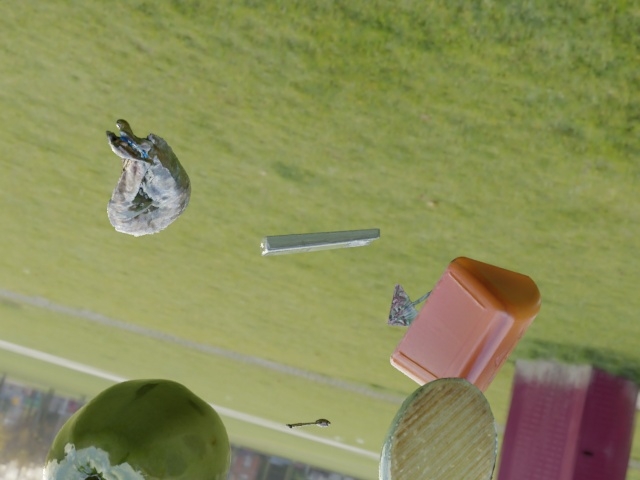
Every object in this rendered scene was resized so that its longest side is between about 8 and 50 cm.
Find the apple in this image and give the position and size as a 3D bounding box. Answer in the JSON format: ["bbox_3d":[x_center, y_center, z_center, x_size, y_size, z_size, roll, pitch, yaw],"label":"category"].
[{"bbox_3d":[-0.361,0.452,1.911,0.357,0.357,0.357,15,167,4],"label":"apple"}]

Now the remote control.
[{"bbox_3d":[0.000,0.000,2.293,0.285,0.038,0.123,-6,173,-9],"label":"remote control"}]

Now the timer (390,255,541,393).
[{"bbox_3d":[0.307,0.180,1.860,0.161,0.257,0.250,39,-162,30],"label":"timer"}]

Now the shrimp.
[{"bbox_3d":[-0.424,-0.142,2.265,0.110,0.221,0.445,50,166,24],"label":"shrimp"}]

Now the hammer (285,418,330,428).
[{"bbox_3d":[-0.023,0.305,1.589,0.029,0.014,0.123,-3,171,30],"label":"hammer"}]

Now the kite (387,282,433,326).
[{"bbox_3d":[0.221,0.156,2.313,0.139,0.157,0.011,58,-168,22],"label":"kite"}]

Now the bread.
[{"bbox_3d":[0.192,0.351,1.562,0.267,0.267,0.040,26,168,-37],"label":"bread"}]
